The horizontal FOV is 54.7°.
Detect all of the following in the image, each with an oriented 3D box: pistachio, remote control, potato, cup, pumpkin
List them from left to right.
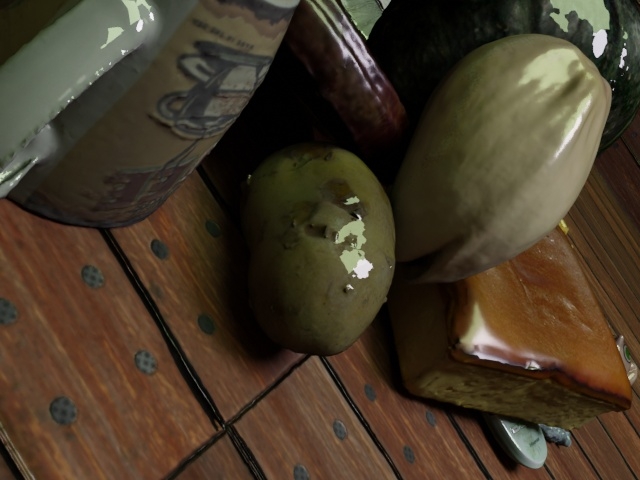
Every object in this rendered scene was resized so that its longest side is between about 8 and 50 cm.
[{"bbox_3d":[-0.163,-0.147,0.472,0.227,0.257,0.301,44,35,-14],"label":"cup"},{"bbox_3d":[0.000,0.000,0.649,0.165,0.165,0.262,30,33,-36],"label":"potato"},{"bbox_3d":[0.191,-0.091,0.711,0.208,0.332,0.226,36,-4,-27],"label":"pistachio"},{"bbox_3d":[0.247,0.210,0.904,0.097,0.045,0.256,-5,63,-47],"label":"remote control"},{"bbox_3d":[0.275,-0.246,0.988,0.454,0.454,0.344,23,63,-42],"label":"pumpkin"}]

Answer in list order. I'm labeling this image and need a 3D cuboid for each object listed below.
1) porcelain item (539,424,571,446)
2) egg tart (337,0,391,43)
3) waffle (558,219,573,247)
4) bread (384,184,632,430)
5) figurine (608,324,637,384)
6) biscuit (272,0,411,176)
[{"bbox_3d":[0.378,0.312,1.007,0.083,0.028,0.036,35,20,-29],"label":"porcelain item"},{"bbox_3d":[0.123,-0.444,1.291,0.234,0.094,0.234,37,34,-31],"label":"egg tart"},{"bbox_3d":[0.383,0.016,1.174,0.245,0.052,0.254,46,65,-19],"label":"waffle"},{"bbox_3d":[0.245,0.079,0.873,0.323,0.143,0.333,17,46,-27],"label":"bread"},{"bbox_3d":[0.564,0.239,1.238,0.125,0.125,0.138,12,65,-49],"label":"figurine"},{"bbox_3d":[-0.028,-0.254,0.749,0.407,0.091,0.407,52,4,-5],"label":"biscuit"}]
